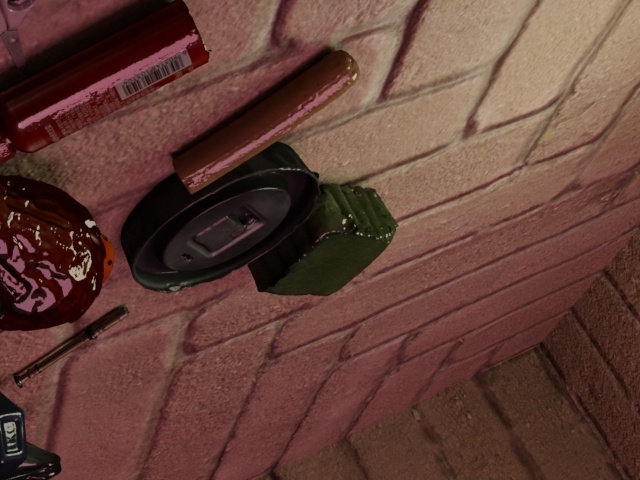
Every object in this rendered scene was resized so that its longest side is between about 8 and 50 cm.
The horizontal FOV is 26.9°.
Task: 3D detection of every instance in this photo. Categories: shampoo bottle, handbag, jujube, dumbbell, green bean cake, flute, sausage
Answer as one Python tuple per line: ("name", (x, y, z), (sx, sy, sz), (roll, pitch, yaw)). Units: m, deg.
("shampoo bottle", (-0.280, -0.175, 1.555), (0.314, 0.076, 0.118), (-29, 174, -5))
("handbag", (-0.626, 0.411, 2.381), (0.191, 0.075, 0.332), (8, -168, 41))
("jujube", (-0.386, 0.012, 1.695), (0.197, 0.197, 0.290), (-34, 152, 8))
("dumbbell", (-0.635, 0.337, 2.184), (0.156, 0.143, 0.316), (-43, 156, 30))
("green bean cake", (0.000, 0.000, 2.312), (0.222, 0.125, 0.227), (-40, 160, 31))
("flute", (-0.424, 0.181, 2.286), (0.233, 0.027, 0.027), (-34, 160, 6))
("sausage", (-0.075, -0.170, 1.892), (0.301, 0.066, 0.066), (-32, 161, 8))

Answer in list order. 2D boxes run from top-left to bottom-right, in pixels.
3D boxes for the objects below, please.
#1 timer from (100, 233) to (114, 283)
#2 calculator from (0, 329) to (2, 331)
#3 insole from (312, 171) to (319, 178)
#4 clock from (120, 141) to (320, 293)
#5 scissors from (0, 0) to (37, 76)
("timer", (-0.354, 0.038, 1.931), (0.136, 0.099, 0.136), (-16, 160, -6))
("calculator", (-0.513, 0.137, 1.894), (0.220, 0.048, 0.329), (-28, -178, -5))
("insole", (-0.084, -0.046, 2.262), (0.232, 0.003, 0.080), (-41, 158, 27))
("clock", (-0.156, -0.035, 2.084), (0.325, 0.067, 0.325), (-26, 159, -11))
("scissors", (-0.337, -0.226, 1.449), (0.100, 0.015, 0.189), (-25, 162, -11))
